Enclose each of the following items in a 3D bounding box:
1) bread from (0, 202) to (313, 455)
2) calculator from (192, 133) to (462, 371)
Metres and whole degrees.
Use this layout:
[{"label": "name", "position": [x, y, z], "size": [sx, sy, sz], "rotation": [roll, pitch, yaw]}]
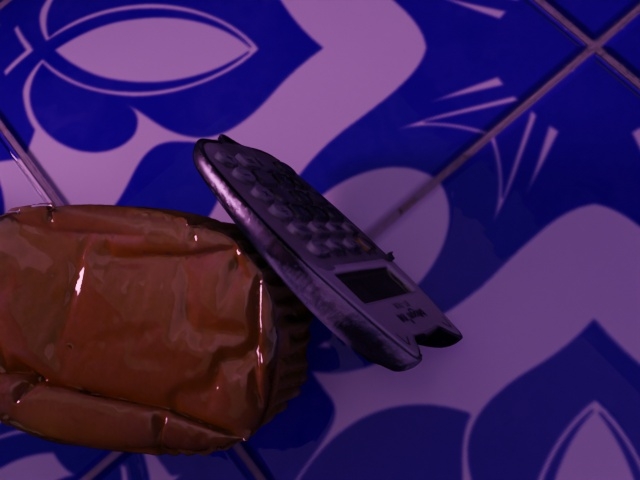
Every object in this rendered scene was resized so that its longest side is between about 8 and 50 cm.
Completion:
[{"label": "bread", "position": [-0.152, 0.073, 0.622], "size": [0.288, 0.156, 0.204], "rotation": [-3, 86, 10]}, {"label": "calculator", "position": [0.000, 0.000, 0.605], "size": [0.040, 0.177, 0.268], "rotation": [-47, 72, 18]}]
